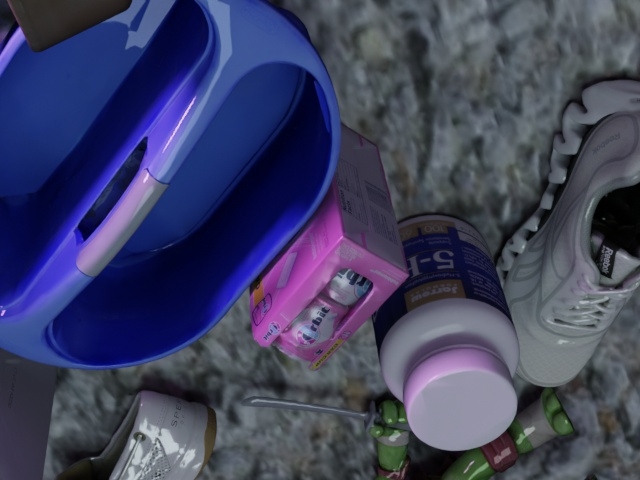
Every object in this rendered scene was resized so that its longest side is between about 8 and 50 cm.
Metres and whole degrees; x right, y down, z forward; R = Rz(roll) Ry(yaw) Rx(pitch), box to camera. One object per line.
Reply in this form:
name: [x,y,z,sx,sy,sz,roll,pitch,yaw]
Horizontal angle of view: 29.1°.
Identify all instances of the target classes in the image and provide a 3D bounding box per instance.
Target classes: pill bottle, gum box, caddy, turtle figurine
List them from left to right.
caddy: [-0.139,-0.055,0.887,0.241,0.179,0.341,29,117,-24]
gum box: [0.000,0.000,0.930,0.062,0.188,0.107,30,117,-23]
pill bottle: [0.099,0.074,0.992,0.112,0.187,0.112,-3,125,-4]
turtle figurine: [0.111,0.238,1.104,0.266,0.198,0.275,-26,127,8]

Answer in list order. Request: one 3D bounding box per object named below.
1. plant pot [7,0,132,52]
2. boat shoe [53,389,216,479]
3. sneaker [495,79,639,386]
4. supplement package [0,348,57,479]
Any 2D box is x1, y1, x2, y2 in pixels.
plant pot: [-0.096,-0.306,0.668,0.280,0.323,0.323,-25,125,-9]
boat shoe: [-0.207,0.241,1.141,0.096,0.098,0.277,30,108,-23]
sneaker: [0.217,0.018,1.009,0.110,0.118,0.292,4,126,-10]
supplement package: [-0.344,0.149,0.999,0.203,0.194,0.149,-24,123,11]
